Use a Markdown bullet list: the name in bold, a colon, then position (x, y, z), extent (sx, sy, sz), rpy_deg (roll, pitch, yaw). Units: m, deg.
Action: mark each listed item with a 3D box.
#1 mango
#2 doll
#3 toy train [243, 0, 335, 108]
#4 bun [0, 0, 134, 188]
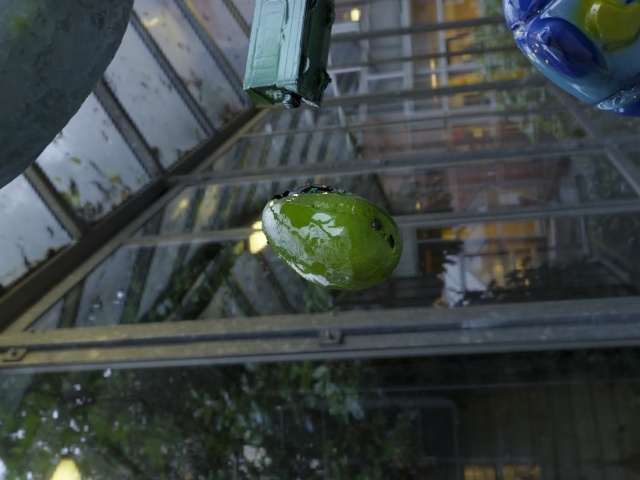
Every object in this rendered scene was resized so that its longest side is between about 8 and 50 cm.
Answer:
- **mango**: position (0.000, 0.000, 0.699), extent (0.074, 0.165, 0.091), rpy_deg (-42, -64, -27)
- **doll**: position (0.345, -0.278, 0.921), extent (0.187, 0.365, 0.376), rpy_deg (49, -150, -73)
- **toy train**: position (-0.021, -0.136, 0.573), extent (0.038, 0.056, 0.093), rpy_deg (24, -111, -58)
- **bun**: position (-0.342, -0.200, 0.773), extent (0.211, 0.362, 0.362), rpy_deg (39, -141, -35)
